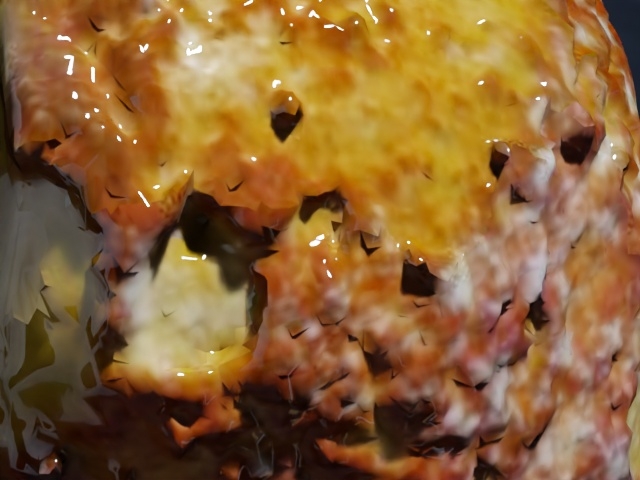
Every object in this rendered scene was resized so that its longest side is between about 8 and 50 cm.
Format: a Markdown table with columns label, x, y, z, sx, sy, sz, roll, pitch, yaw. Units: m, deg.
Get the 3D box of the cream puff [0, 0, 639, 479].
| label | x | y | z | sx | sy | sz | roll | pitch | yaw |
| --- | --- | --- | --- | --- | --- | --- | --- | --- | --- |
| cream puff | 0.000 | -0.001 | 0.441 | 0.164 | 0.240 | 0.240 | -14 | -131 | 25 |
